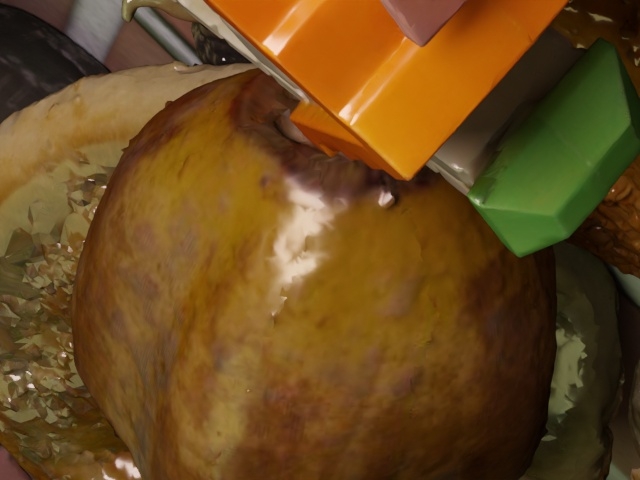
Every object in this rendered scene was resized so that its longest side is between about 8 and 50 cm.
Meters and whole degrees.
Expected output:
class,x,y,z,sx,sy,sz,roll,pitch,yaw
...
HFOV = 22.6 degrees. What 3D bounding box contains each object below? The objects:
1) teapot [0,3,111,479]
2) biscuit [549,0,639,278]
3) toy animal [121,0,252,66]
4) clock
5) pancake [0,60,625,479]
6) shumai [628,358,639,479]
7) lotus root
class,x,y,z,sx,sy,sz,roll,pitch,yaw
teapot,-0.256,0.065,1.133,0.376,0.361,0.305,45,161,-9
biscuit,0.109,-0.037,0.616,0.254,0.035,0.254,36,170,7
toy animal,-0.049,-0.135,0.744,0.086,0.069,0.220,18,162,9
clock,-0.027,-0.119,0.444,0.255,0.106,0.220,39,178,30
pancake,-0.029,0.068,0.854,0.387,0.082,0.386,9,129,12
shumai,0.198,0.130,0.664,0.209,0.153,0.161,30,139,25
lotus root,0.001,0.000,0.630,0.199,0.188,0.180,57,154,34
